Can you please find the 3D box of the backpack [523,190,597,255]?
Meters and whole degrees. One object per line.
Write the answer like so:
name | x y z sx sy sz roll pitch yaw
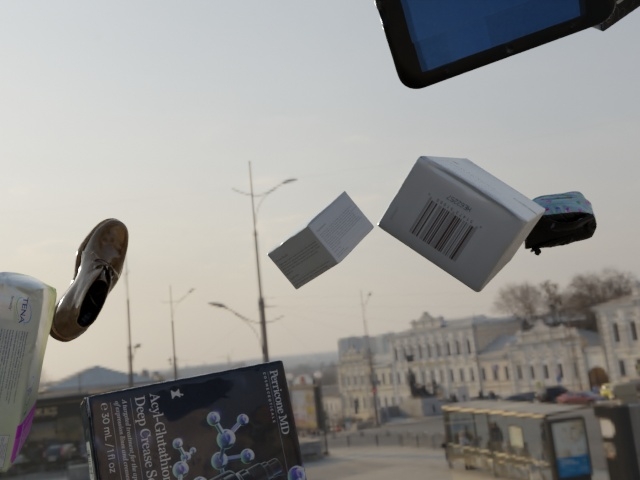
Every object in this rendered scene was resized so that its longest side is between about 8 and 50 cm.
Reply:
backpack | 0.604 -0.053 1.770 0.182 0.115 0.152 -10 -39 9

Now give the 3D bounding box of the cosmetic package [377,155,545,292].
cosmetic package | 0.156 -0.026 0.721 0.117 0.085 0.231 35 18 14

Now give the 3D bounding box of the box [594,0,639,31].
box | 0.460 -0.463 1.043 0.270 0.143 0.165 -35 -45 -16

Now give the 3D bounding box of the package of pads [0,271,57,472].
package of pads | -0.418 0.155 0.915 0.101 0.229 0.296 10 -6 -18

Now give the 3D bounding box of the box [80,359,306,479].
box | -0.258 0.431 1.404 0.396 0.293 0.212 -7 -14 -24

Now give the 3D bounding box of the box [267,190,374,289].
box | 0.000 0.000 1.683 0.181 0.119 0.182 -34 7 46

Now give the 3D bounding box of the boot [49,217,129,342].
boot | -0.463 0.071 1.472 0.115 0.305 0.112 -23 -50 40

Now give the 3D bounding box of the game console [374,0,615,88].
game console | 0.204 -0.340 0.800 0.293 0.173 0.250 -20 -14 3
